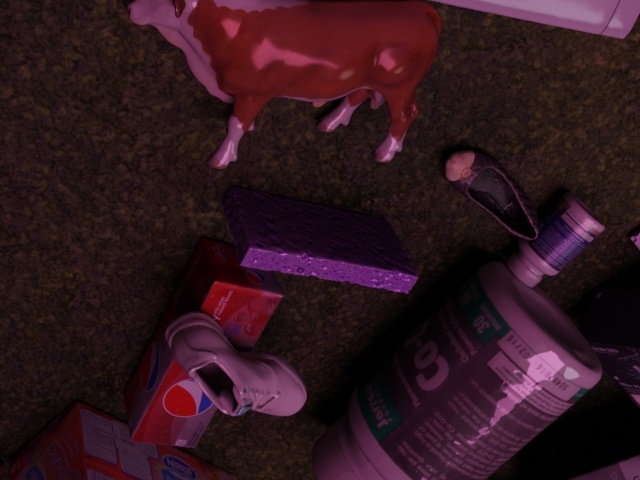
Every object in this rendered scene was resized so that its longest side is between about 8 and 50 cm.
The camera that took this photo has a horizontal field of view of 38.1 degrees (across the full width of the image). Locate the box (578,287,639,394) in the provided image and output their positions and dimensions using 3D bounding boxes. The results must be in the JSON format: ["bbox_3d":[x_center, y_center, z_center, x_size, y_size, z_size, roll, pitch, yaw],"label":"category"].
[{"bbox_3d":[0.462,0.145,1.267,0.158,0.156,0.093,41,67,-30],"label":"box"}]

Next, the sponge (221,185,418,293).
[{"bbox_3d":[0.000,0.000,1.038,0.210,0.117,0.031,11,121,-26],"label":"sponge"}]

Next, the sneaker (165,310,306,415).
[{"bbox_3d":[-0.089,0.166,1.044,0.080,0.094,0.212,-42,129,13],"label":"sneaker"}]

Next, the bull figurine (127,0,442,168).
[{"bbox_3d":[-0.031,-0.172,0.905,0.310,0.101,0.188,0,131,-16],"label":"bull figurine"}]

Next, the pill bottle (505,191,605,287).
[{"bbox_3d":[0.295,0.002,1.176,0.067,0.067,0.120,29,113,-35],"label":"pill bottle"}]

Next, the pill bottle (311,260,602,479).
[{"bbox_3d":[0.168,0.216,1.212,0.204,0.204,0.361,30,112,-35],"label":"pill bottle"}]

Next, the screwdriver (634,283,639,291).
[{"bbox_3d":[0.462,0.059,1.312,0.025,0.024,0.170,25,121,-1],"label":"screwdriver"}]

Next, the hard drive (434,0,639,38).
[{"bbox_3d":[0.196,-0.333,0.891,0.353,0.047,0.233,5,125,-22],"label":"hard drive"}]

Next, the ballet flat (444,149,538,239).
[{"bbox_3d":[0.211,-0.057,1.112,0.173,0.049,0.057,32,111,-36],"label":"ballet flat"}]

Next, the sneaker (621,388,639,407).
[{"bbox_3d":[0.594,0.231,1.446,0.272,0.100,0.108,17,114,-29],"label":"sneaker"}]

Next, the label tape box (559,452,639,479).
[{"bbox_3d":[0.452,0.409,1.456,0.334,0.105,0.240,-18,159,-1],"label":"label tape box"}]

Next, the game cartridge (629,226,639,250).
[{"bbox_3d":[0.465,-0.010,1.249,0.083,0.017,0.056,-38,104,13],"label":"game cartridge"}]

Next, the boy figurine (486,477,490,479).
[{"bbox_3d":[0.188,0.401,1.441,0.177,0.092,0.285,-14,129,-8],"label":"boy figurine"}]

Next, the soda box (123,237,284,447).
[{"bbox_3d":[-0.147,0.128,1.110,0.092,0.083,0.263,14,120,-29],"label":"soda box"}]

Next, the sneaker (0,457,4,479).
[{"bbox_3d":[-0.517,0.291,1.110,0.281,0.106,0.162,4,121,-35],"label":"sneaker"}]

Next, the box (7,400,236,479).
[{"bbox_3d":[-0.244,0.356,1.213,0.142,0.154,0.300,-41,130,15],"label":"box"}]
